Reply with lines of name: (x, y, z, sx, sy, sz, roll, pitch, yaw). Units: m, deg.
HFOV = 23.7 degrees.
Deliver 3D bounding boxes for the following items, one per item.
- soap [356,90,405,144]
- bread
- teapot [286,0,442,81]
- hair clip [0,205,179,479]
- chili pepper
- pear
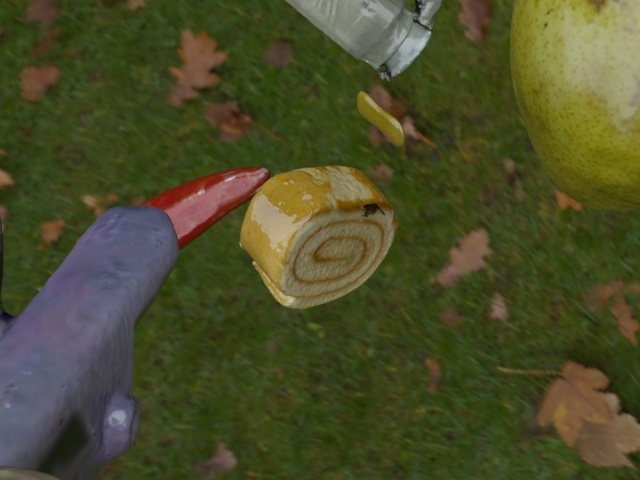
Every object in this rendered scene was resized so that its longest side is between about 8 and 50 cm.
soap: (0.068, -0.138, 1.725, 0.012, 0.034, 0.089, -25, 47, -26)
bread: (0.000, 0.000, 1.322, 0.073, 0.149, 0.122, 46, 124, 30)
teapot: (0.023, -0.249, 1.439, 0.200, 0.077, 0.107, 38, 111, -14)
hair clip: (-0.096, 0.064, 0.325, 0.137, 0.278, 0.090, 9, 113, 4)
chili pepper: (-0.165, -0.008, 1.512, 0.272, 0.063, 0.071, -28, 49, 10)
pear: (0.313, -0.184, 1.446, 0.304, 0.304, 0.304, -4, 77, 19)
